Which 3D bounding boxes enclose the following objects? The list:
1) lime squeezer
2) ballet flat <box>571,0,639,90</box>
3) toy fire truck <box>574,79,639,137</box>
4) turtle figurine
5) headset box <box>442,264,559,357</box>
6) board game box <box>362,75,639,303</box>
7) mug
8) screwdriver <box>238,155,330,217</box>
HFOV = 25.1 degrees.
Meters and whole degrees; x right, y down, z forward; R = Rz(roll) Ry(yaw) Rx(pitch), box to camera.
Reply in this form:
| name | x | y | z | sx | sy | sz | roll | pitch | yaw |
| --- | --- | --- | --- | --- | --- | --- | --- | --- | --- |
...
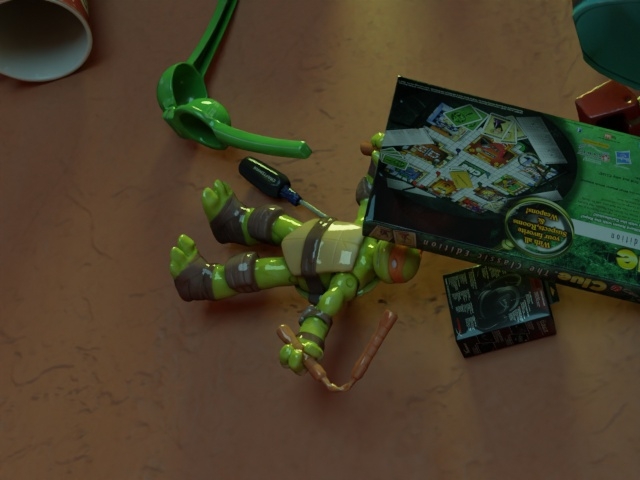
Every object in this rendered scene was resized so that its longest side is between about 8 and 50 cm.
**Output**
| name | x | y | z | sx | sy | sz | roll | pitch | yaw |
| --- | --- | --- | --- | --- | --- | --- | --- | --- | --- |
| lime squeezer | -0.089 | -0.125 | 1.286 | 0.110 | 0.059 | 0.310 | -20 | 37 | -2 |
| ballet flat | 0.397 | -0.157 | 1.078 | 0.408 | 0.147 | 0.147 | 13 | 63 | 14 |
| toy fire truck | 0.283 | -0.170 | 1.189 | 0.192 | 0.047 | 0.135 | -26 | 53 | 2 |
| turtle figurine | 0.000 | 0.000 | 1.161 | 0.217 | 0.087 | 0.270 | 6 | 63 | 29 |
| headset box | 0.142 | 0.048 | 1.109 | 0.083 | 0.032 | 0.062 | -16 | 55 | 10 |
| board game box | 0.170 | -0.035 | 1.091 | 0.259 | 0.030 | 0.136 | 15 | 59 | 1 |
| mug | -0.301 | -0.253 | 1.430 | 0.150 | 0.113 | 0.169 | -14 | 51 | 10 |
| screwdriver | -0.009 | -0.026 | 1.224 | 0.025 | 0.024 | 0.170 | -26 | 48 | -35 |
